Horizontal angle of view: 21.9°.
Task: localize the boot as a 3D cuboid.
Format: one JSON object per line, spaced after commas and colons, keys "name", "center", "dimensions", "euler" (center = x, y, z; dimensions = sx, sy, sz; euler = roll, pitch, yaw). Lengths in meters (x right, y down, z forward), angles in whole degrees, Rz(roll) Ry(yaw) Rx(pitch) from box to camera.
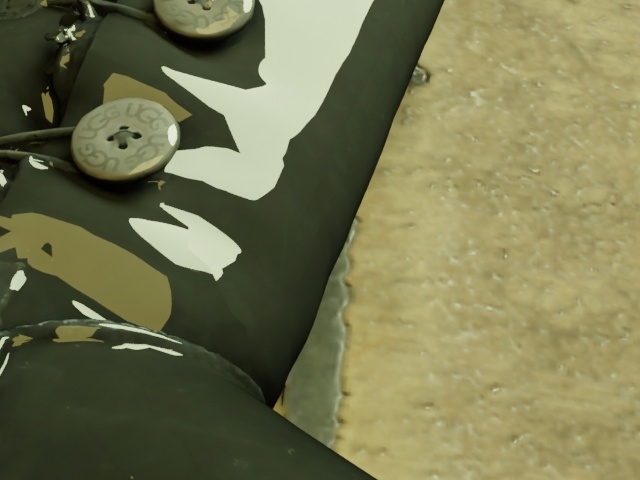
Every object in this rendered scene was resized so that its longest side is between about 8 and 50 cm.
{"name": "boot", "center": [-0.002, -0.001, 0.647], "dimensions": [0.367, 0.146, 0.445], "euler": [17, 45, 1]}
